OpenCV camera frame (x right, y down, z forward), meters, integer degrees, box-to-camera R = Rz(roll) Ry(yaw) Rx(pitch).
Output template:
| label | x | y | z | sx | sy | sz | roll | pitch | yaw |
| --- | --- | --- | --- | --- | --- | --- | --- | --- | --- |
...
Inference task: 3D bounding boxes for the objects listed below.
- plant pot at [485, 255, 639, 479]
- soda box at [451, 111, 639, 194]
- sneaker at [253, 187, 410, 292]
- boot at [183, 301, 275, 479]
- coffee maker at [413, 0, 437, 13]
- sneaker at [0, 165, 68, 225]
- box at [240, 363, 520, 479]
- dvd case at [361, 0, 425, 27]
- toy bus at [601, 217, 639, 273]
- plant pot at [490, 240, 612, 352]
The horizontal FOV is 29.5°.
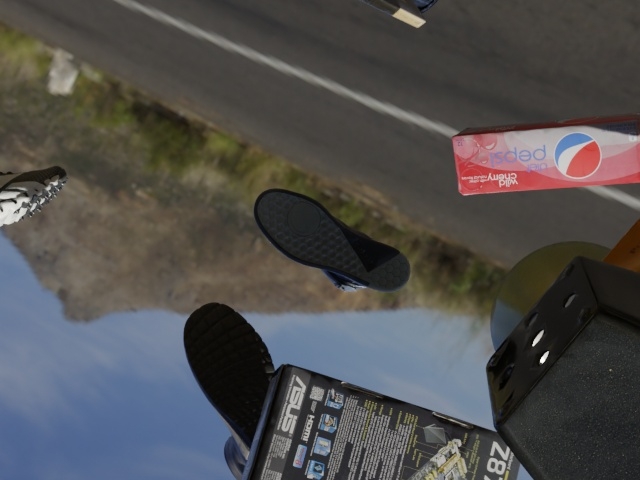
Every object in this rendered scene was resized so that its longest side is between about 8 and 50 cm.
| label | x | y | z | sx | sy | sz | roll | pitch | yaw |
| --- | --- | --- | --- | --- | --- | --- | --- | --- | --- |
| plant pot | 0.236 | 0.123 | 0.966 | 0.167 | 0.188 | 0.187 | 34 | -162 | -7 |
| soda box | 0.324 | -0.122 | 1.715 | 0.263 | 0.092 | 0.083 | -4 | -168 | 22 |
| sneaker | 0.000 | 0.002 | 1.657 | 0.226 | 0.086 | 0.163 | 30 | 177 | -11 |
| boot | -0.116 | 0.274 | 1.816 | 0.338 | 0.118 | 0.222 | 60 | 156 | 14 |
| coffee maker | 0.113 | -0.493 | 2.139 | 0.178 | 0.120 | 0.171 | 13 | -154 | -39 |
| sneaker | -0.460 | -0.067 | 1.691 | 0.106 | 0.234 | 0.078 | 53 | 143 | 3 |
| box | 0.042 | 0.378 | 1.429 | 0.318 | 0.395 | 0.097 | 18 | 163 | -5 |
| dvd case | 0.031 | -0.313 | 1.294 | 0.164 | 0.018 | 0.221 | 60 | -159 | 13 |
| toy bus | 0.449 | 0.011 | 1.486 | 0.130 | 0.332 | 0.108 | 45 | 172 | -17 |
| plant pot | 0.409 | 0.151 | 1.867 | 0.275 | 0.274 | 0.293 | 29 | -173 | 1 |
